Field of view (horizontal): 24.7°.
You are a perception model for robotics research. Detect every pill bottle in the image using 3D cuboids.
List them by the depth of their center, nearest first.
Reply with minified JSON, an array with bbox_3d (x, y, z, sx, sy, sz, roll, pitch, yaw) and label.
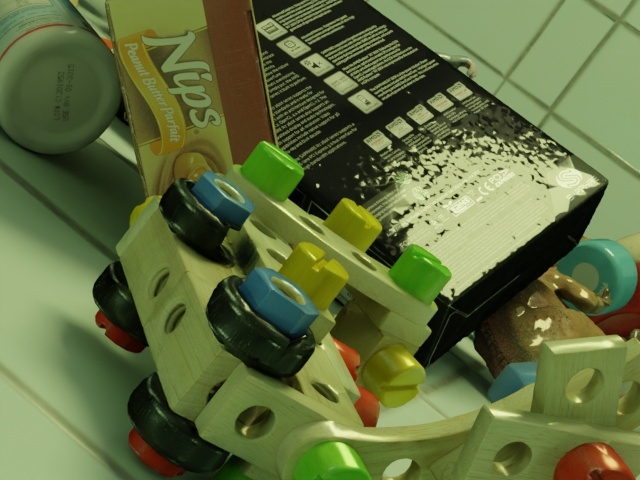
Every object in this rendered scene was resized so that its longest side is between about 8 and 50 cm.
[{"bbox_3d":[-0.197,-0.127,1.001,0.087,0.087,0.160,31,10,-34],"label":"pill bottle"}]

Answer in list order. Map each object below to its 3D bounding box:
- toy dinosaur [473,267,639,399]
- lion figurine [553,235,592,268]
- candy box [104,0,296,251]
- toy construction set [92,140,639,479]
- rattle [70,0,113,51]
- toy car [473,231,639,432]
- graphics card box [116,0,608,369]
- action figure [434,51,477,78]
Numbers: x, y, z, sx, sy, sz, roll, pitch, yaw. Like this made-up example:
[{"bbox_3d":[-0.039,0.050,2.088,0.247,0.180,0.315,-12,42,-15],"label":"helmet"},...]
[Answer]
[{"bbox_3d":[0.169,0.073,1.281,0.200,0.127,0.295,26,21,-37],"label":"toy dinosaur"},{"bbox_3d":[0.366,0.130,1.683,0.392,0.142,0.240,45,18,25],"label":"lion figurine"},{"bbox_3d":[-0.083,-0.105,0.976,0.316,0.087,0.183,-109,-172,-71],"label":"candy box"},{"bbox_3d":[0.011,0.058,0.691,0.215,0.151,0.328,32,-1,-29],"label":"toy construction set"},{"bbox_3d":[-0.295,-0.225,1.336,0.199,0.143,0.130,49,29,-48],"label":"rattle"},{"bbox_3d":[0.305,0.126,1.470,0.219,0.210,0.238,-4,70,-53],"label":"toy car"},{"bbox_3d":[0.030,-0.081,1.242,0.371,0.094,0.233,38,48,21],"label":"graphics card box"},{"bbox_3d":[0.075,-0.136,1.971,0.276,0.248,0.370,-1,28,-27],"label":"action figure"}]
